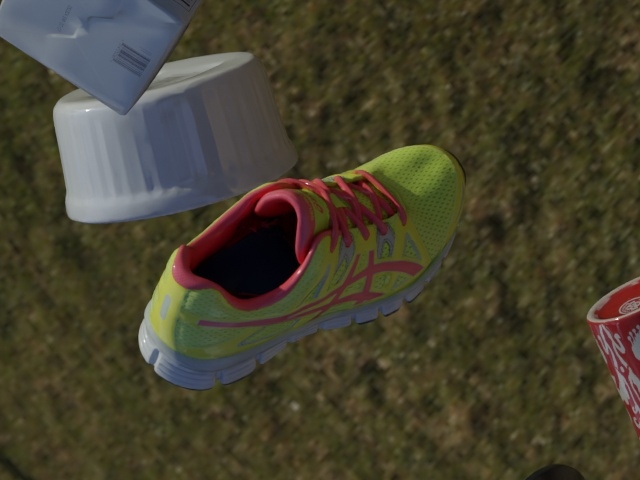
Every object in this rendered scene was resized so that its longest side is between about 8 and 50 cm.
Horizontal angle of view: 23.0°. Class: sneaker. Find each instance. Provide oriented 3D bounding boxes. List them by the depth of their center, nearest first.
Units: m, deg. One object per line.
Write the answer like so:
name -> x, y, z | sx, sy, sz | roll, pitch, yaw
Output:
sneaker -> 0.000, 0.000, 0.831 | 0.081, 0.208, 0.094 | 45, 152, 23

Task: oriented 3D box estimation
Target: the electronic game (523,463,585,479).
electronic game -> 0.273, 0.393, 2.002 | 0.048, 0.229, 0.229 | 21, 134, 39

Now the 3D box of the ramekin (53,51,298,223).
ramekin -> -0.174, -0.125, 1.817 | 0.277, 0.277, 0.135 | 1, 110, 42

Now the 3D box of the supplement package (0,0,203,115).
supplement package -> -0.159, -0.258, 1.374 | 0.149, 0.203, 0.194 | 33, 152, -9

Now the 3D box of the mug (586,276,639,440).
mug -> 0.282, 0.116, 1.274 | 0.169, 0.113, 0.150 | 61, 156, -10
